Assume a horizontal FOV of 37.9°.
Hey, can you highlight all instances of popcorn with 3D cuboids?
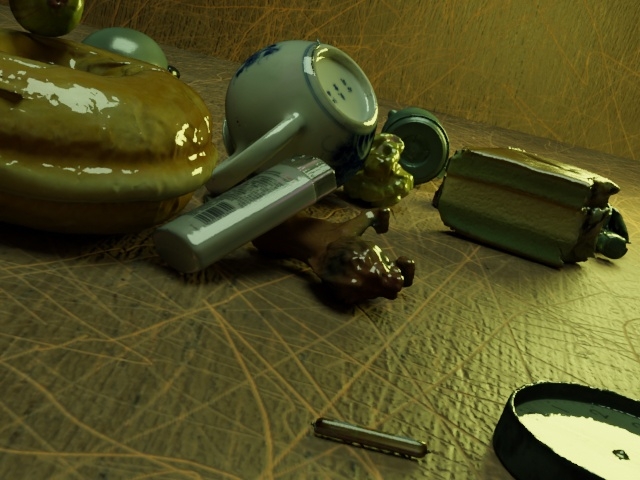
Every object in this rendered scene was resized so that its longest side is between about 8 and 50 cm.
[{"bbox_3d":[0.094,-0.120,1.630,0.126,0.126,0.145,-12,34,0],"label":"popcorn"}]

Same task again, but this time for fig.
[{"bbox_3d":[-0.373,-0.297,1.200,0.166,0.093,0.093,-9,-4,42],"label":"fig"}]

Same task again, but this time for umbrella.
[{"bbox_3d":[0.497,-0.053,1.781,0.143,0.094,0.349,7,18,-9],"label":"umbrella"}]

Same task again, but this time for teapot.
[{"bbox_3d":[-0.056,-0.180,1.512,0.252,0.280,0.424,53,35,-8],"label":"teapot"}]

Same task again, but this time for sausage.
[{"bbox_3d":[0.041,0.159,0.751,0.100,0.015,0.015,13,15,-1],"label":"sausage"}]

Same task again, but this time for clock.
[{"bbox_3d":[0.258,0.185,0.801,0.215,0.042,0.215,12,15,-3],"label":"clock"}]

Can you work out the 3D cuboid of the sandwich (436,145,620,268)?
[{"bbox_3d":[0.344,-0.056,1.528,0.227,0.155,0.198,2,19,-36],"label":"sandwich"}]

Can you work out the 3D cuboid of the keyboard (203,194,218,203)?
[{"bbox_3d":[-0.108,-0.047,1.370,0.129,0.015,0.049,9,11,-15],"label":"keyboard"}]

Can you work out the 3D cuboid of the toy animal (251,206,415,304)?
[{"bbox_3d":[0.000,0.000,1.154,0.312,0.097,0.157,24,24,39],"label":"toy animal"}]

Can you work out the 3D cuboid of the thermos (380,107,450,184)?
[{"bbox_3d":[0.209,-0.201,1.987,0.182,0.145,0.286,45,13,-5],"label":"thermos"}]

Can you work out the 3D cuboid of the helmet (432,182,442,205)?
[{"bbox_3d":[0.269,-0.091,1.754,0.098,0.070,0.123,22,16,27],"label":"helmet"}]

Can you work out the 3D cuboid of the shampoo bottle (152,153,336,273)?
[{"bbox_3d":[-0.086,-0.036,1.102,0.086,0.056,0.227,17,38,41],"label":"shampoo bottle"}]

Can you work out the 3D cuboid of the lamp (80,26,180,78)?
[{"bbox_3d":[-0.404,-0.312,1.785,0.244,0.198,0.198,-4,1,39],"label":"lamp"}]

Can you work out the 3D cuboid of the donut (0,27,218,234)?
[{"bbox_3d":[-0.343,-0.140,1.149,0.449,0.198,0.449,12,17,-4],"label":"donut"}]
